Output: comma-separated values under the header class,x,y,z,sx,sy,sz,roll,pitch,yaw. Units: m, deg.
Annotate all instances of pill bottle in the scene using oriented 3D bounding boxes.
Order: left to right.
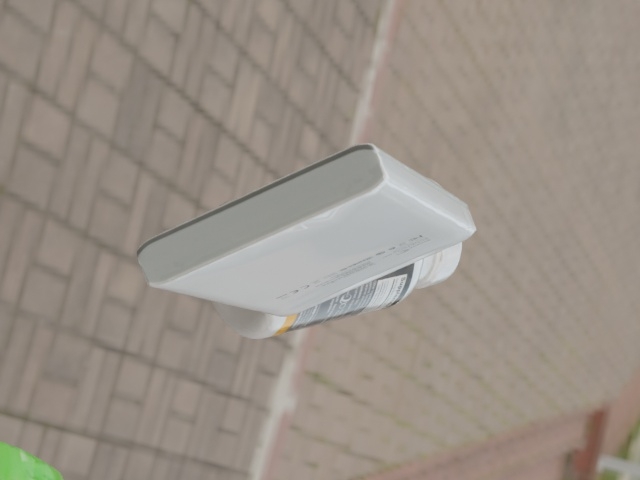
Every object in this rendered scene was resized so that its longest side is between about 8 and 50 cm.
class,x,y,z,sx,sy,sz,roll,pitch,yaw
pill bottle,0.016,0.011,1.990,0.278,0.162,0.162,-13,119,-35

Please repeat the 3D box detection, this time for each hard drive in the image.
class,x,y,z,sx,sy,sz,roll,pitch,yaw
hard drive,0.000,0.000,1.431,0.040,0.203,0.307,69,14,13

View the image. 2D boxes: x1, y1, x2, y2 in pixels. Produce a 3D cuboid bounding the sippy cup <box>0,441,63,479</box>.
class,x,y,z,sx,sy,sz,roll,pitch,yaw
sippy cup,-0.415,0.290,1.710,0.240,0.305,0.224,-60,151,-24
